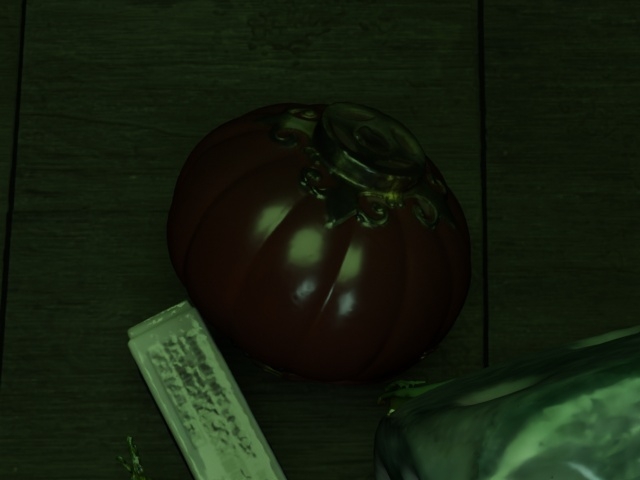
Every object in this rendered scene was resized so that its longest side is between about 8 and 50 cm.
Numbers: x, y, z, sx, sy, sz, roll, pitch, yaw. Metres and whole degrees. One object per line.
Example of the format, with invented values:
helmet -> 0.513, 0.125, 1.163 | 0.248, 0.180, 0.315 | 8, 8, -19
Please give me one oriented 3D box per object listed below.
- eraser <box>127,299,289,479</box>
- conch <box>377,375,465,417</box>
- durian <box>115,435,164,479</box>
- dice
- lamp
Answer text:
eraser -> -0.092, 0.204, 1.662 | 0.081, 0.124, 0.279 | -27, 72, -8
conch -> 0.139, 0.183, 1.698 | 0.170, 0.079, 0.106 | -3, 61, 15
durian -> -0.142, 0.293, 1.643 | 0.086, 0.100, 0.215 | -24, 69, -9
dice -> 0.249, 0.260, 1.491 | 0.348, 0.330, 0.328 | -17, 89, -5
lamp -> 0.000, 0.000, 1.662 | 0.303, 0.257, 0.303 | 19, 33, -13
